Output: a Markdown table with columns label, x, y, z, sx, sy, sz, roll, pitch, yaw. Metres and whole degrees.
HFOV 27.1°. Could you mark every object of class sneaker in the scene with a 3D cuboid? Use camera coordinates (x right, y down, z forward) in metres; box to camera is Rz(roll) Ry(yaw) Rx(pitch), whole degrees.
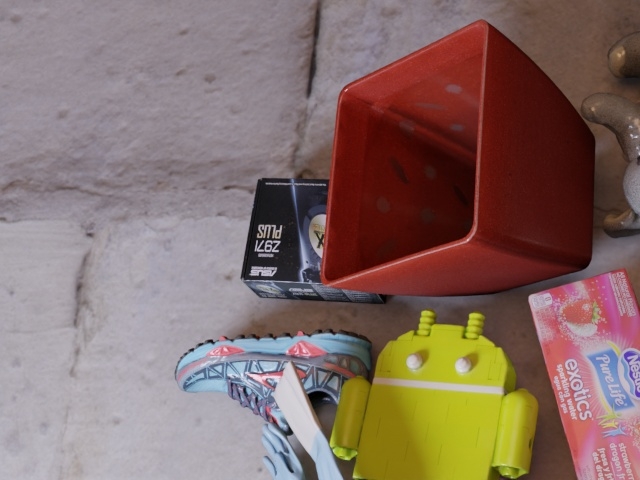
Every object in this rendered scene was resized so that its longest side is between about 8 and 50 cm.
| label | x | y | z | sx | sy | sz | roll | pitch | yaw |
| --- | --- | --- | --- | --- | --- | --- | --- | --- | --- |
| sneaker | -0.064 | 0.183 | 1.678 | 0.261 | 0.104 | 0.125 | -7 | 70 | 17 |

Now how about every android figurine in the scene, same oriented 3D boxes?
| label | x | y | z | sx | sy | sz | roll | pitch | yaw |
| --- | --- | --- | --- | --- | --- | --- | --- | --- | --- |
| android figurine | 0.135 | 0.210 | 1.561 | 0.248 | 0.056 | 0.273 | 4 | 67 | 27 |

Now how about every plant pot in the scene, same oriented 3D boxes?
| label | x | y | z | sx | sy | sz | roll | pitch | yaw |
| --- | --- | --- | --- | --- | --- | --- | --- | --- | --- |
| plant pot | 0.182 | -0.063 | 1.592 | 0.267 | 0.235 | 0.267 | -19 | 58 | 49 |

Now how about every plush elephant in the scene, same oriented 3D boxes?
| label | x | y | z | sx | sy | sz | roll | pitch | yaw |
| --- | --- | --- | --- | --- | --- | --- | --- | --- | --- |
| plush elephant | 0.422 | -0.128 | 1.552 | 0.255 | 0.272 | 0.330 | -33 | 85 | -25 |

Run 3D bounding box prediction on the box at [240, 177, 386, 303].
| label | x | y | z | sx | sy | sz | roll | pitch | yaw |
| --- | --- | --- | --- | --- | --- | --- | --- | --- | --- |
| box | 0.000 | 0.000 | 1.744 | 0.180 | 0.077 | 0.147 | 3 | 71 | 19 |

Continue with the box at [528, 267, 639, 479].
| label | x | y | z | sx | sy | sz | roll | pitch | yaw |
| --- | --- | --- | --- | --- | --- | --- | --- | --- | --- |
| box | 0.336 | 0.180 | 1.534 | 0.122 | 0.128 | 0.257 | -17 | 64 | 11 |

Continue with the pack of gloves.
| label | x | y | z | sx | sy | sz | roll | pitch | yaw |
| --- | --- | --- | --- | --- | --- | --- | --- | --- | --- |
| pack of gloves | 0.000 | 0.285 | 1.571 | 0.046 | 0.195 | 0.232 | -11 | 58 | -24 |

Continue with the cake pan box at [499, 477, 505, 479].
| label | x | y | z | sx | sy | sz | roll | pitch | yaw |
| --- | --- | --- | --- | --- | --- | --- | --- | --- | --- |
| cake pan box | 0.173 | 0.393 | 1.536 | 0.266 | 0.070 | 0.246 | 28 | 77 | 26 |
